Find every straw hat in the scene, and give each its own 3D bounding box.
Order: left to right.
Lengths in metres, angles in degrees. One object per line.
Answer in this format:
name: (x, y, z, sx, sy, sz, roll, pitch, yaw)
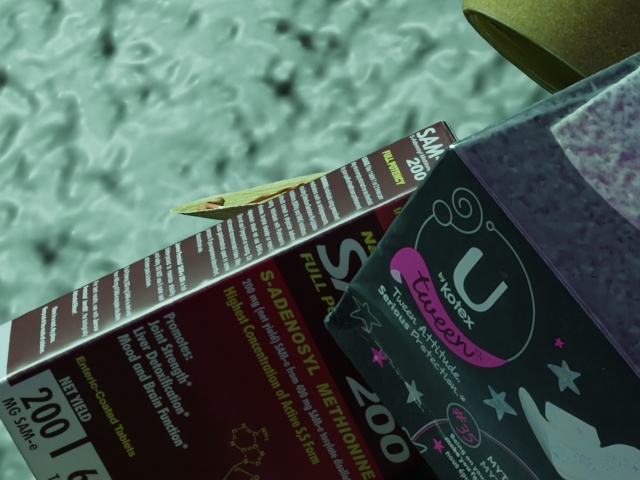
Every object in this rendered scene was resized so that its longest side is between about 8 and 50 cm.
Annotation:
straw hat: (0.000, 0.000, 0.980, 0.144, 0.144, 0.061, -9, 95, 14)

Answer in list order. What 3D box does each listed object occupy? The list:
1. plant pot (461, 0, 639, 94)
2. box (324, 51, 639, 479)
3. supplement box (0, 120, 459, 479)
plant pot: (0.190, -0.182, 0.958, 0.237, 0.237, 0.254, 37, 91, 35)
box: (0.153, 0.062, 0.751, 0.163, 0.142, 0.247, -27, 73, -35)
supplement box: (-0.020, 0.057, 0.900, 0.239, 0.130, 0.073, -26, 21, 3)
